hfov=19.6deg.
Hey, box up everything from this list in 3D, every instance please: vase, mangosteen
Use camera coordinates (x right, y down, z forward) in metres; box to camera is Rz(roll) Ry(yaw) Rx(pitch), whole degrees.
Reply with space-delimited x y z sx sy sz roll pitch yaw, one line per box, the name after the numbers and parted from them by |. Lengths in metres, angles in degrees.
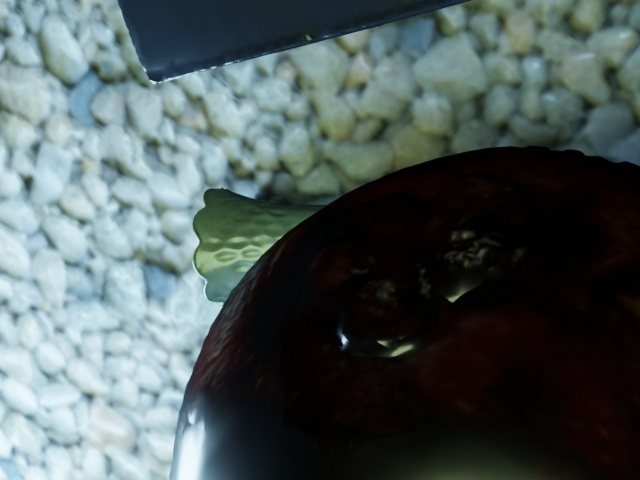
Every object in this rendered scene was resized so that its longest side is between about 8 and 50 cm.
0.000 0.000 1.188 0.148 0.081 0.081 -4 105 25 | vase
0.112 0.163 0.995 0.381 0.381 0.421 -15 98 31 | mangosteen

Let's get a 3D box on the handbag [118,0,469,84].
-0.017 -0.271 1.074 0.329 0.122 0.303 -13 102 30 | handbag
